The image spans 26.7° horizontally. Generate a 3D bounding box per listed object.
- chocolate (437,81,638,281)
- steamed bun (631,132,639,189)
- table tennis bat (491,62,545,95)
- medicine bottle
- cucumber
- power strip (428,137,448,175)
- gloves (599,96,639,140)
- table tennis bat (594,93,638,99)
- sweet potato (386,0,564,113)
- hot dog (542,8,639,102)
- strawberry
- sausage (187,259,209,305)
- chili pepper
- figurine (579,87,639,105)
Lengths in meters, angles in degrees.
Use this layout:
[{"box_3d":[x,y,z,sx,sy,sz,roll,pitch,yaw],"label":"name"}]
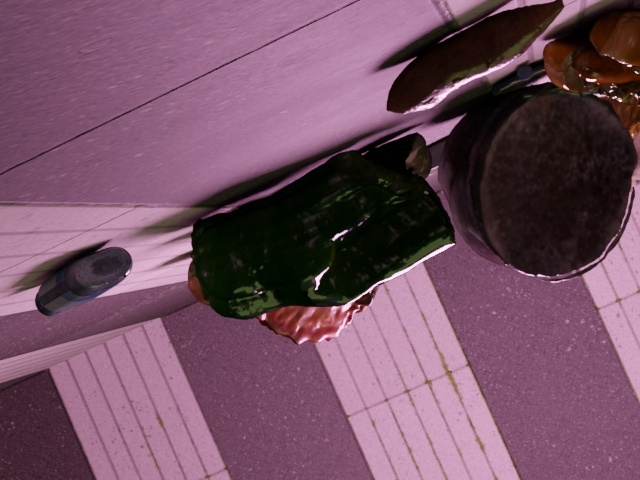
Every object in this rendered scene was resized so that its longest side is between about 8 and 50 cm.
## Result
[{"box_3d":[0.305,-0.097,2.060,0.303,0.303,0.213,-23,-163,-23],"label":"chocolate"},{"box_3d":[0.550,-0.202,2.610,0.310,0.219,0.324,-43,168,-51],"label":"steamed bun"},{"box_3d":[0.280,-0.225,1.843,0.100,0.019,0.155,-24,179,8],"label":"table tennis bat"},{"box_3d":[-0.320,0.058,1.767,0.090,0.054,0.208,-24,179,-34],"label":"medicine bottle"},{"box_3d":[0.051,-0.083,2.000,0.241,0.074,0.074,-23,178,22],"label":"cucumber"},{"box_3d":[0.271,-0.167,2.377,0.215,0.061,0.145,-25,176,27],"label":"power strip"},{"box_3d":[0.448,-0.175,2.323,0.356,0.155,0.203,-50,-173,30],"label":"gloves"},{"box_3d":[0.520,-0.248,2.053,0.321,0.050,0.198,-4,154,3],"label":"table tennis bat"},{"box_3d":[0.138,-0.174,1.285,0.218,0.051,0.065,-27,172,39],"label":"sweet potato"},{"box_3d":[0.391,-0.235,1.717,0.135,0.100,0.337,-27,176,29],"label":"hot dog"},{"box_3d":[-0.045,0.020,2.174,0.336,0.265,0.149,4,-157,-35],"label":"strawberry"},{"box_3d":[-0.065,0.023,2.542,0.501,0.123,0.136,-21,147,-48],"label":"sausage"},{"box_3d":[0.002,0.007,1.891,0.385,0.167,0.213,-17,155,-2],"label":"chili pepper"},{"box_3d":[0.458,-0.248,1.942,0.178,0.114,0.144,-7,174,7],"label":"figurine"}]
